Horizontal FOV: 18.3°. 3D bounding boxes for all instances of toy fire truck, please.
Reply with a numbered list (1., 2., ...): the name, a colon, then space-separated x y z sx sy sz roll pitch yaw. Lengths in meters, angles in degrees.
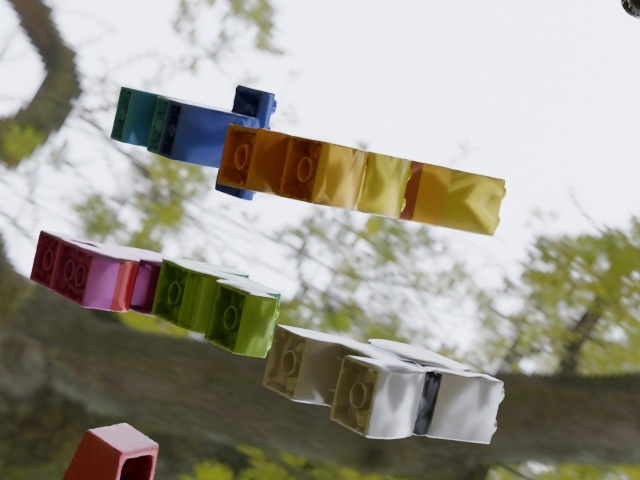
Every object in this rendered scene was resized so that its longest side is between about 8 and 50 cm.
1. toy fire truck: -0.181 0.170 1.079 0.135 0.047 0.192 26 -80 19

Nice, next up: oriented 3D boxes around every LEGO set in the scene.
1. LEGO set: 0.000 0.000 0.649 0.227 0.093 0.087 20 -82 57

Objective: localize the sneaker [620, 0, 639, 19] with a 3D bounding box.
1. sneaker: 0.215 -0.136 0.761 0.162 0.281 0.106 6 -91 -4
